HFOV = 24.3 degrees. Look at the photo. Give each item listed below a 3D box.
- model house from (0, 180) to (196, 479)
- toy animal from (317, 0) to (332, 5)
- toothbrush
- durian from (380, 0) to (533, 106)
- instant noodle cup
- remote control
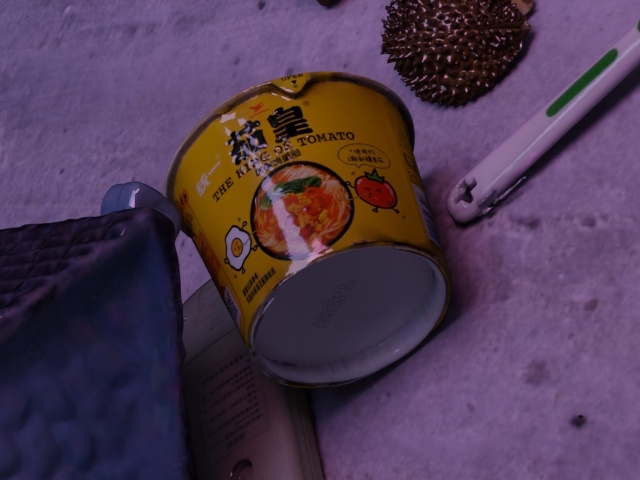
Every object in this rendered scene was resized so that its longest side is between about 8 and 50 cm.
[{"bbox_3d":[-0.224,0.127,1.023,0.360,0.297,0.339,-5,58,53],"label":"model house"},{"bbox_3d":[0.031,-0.357,1.234,0.195,0.169,0.281,41,89,10],"label":"toy animal"},{"bbox_3d":[0.239,-0.147,0.959,0.418,0.040,0.042,-43,40,21],"label":"toothbrush"},{"bbox_3d":[0.086,-0.161,1.102,0.140,0.071,0.110,2,64,53],"label":"durian"},{"bbox_3d":[0.000,0.000,0.993,0.182,0.182,0.144,-38,49,20],"label":"instant noodle cup"},{"bbox_3d":[-0.054,0.119,1.061,0.098,0.038,0.233,-37,42,22],"label":"remote control"}]
